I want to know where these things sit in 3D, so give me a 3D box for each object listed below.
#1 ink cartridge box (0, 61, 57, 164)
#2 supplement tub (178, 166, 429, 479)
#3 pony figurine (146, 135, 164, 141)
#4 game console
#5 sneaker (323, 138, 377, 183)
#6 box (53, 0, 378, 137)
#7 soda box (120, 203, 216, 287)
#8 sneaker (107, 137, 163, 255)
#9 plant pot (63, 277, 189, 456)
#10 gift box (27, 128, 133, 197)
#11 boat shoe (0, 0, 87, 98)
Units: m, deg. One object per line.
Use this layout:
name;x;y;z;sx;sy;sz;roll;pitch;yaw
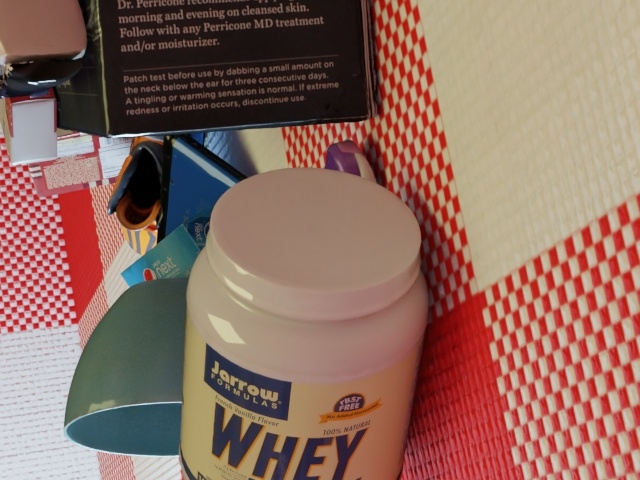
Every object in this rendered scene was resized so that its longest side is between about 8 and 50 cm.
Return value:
ink cartridge box;-0.349;-0.171;1.801;0.099;0.056;0.135;100;155;-46
supplement tub;-0.018;0.116;1.519;0.235;0.235;0.325;-118;27;-49
pony figurine;-0.295;-0.329;2.137;0.363;0.351;0.302;-34;58;45
game console;-0.142;-0.055;2.201;0.250;0.173;0.293;35;139;25
sneaker;0.000;0.000;1.640;0.095;0.105;0.236;-114;26;-47
box;-0.160;-0.362;1.709;0.480;0.297;0.471;-164;70;-71
soda box;-0.193;0.026;2.117;0.071;0.067;0.210;56;142;0
sneaker;-0.277;-0.057;2.366;0.321;0.125;0.180;101;-176;-45
plant pot;-0.199;0.164;2.066;0.290;0.290;0.195;123;146;-64
gift box;-0.392;-0.256;2.557;0.276;0.255;0.258;107;149;-65
boat shoe;-0.329;-0.301;1.552;0.158;0.127;0.340;-29;70;62
